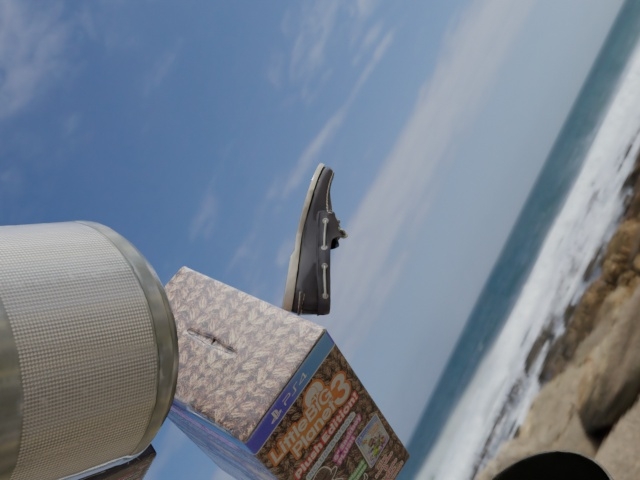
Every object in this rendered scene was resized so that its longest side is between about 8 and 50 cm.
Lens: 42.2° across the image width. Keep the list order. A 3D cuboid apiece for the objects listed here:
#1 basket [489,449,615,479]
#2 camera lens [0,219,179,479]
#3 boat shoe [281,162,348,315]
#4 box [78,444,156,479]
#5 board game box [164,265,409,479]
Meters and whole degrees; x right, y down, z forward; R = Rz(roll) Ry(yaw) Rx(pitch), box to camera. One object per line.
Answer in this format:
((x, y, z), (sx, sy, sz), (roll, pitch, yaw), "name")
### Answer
((0.298, 0.348, 0.876), (0.204, 0.227, 0.154), (-27, 30, 51), "basket")
((-0.268, 0.099, 0.654), (0.274, 0.219, 0.219), (-7, -55, -52), "camera lens")
((0.000, 0.000, 1.050), (0.075, 0.065, 0.206), (105, 177, -67), "boat shoe")
((-0.322, 0.195, 0.949), (0.163, 0.247, 0.142), (-19, -24, -35), "box")
((-0.064, 0.198, 0.968), (0.141, 0.232, 0.291), (-52, -42, -21), "board game box")
